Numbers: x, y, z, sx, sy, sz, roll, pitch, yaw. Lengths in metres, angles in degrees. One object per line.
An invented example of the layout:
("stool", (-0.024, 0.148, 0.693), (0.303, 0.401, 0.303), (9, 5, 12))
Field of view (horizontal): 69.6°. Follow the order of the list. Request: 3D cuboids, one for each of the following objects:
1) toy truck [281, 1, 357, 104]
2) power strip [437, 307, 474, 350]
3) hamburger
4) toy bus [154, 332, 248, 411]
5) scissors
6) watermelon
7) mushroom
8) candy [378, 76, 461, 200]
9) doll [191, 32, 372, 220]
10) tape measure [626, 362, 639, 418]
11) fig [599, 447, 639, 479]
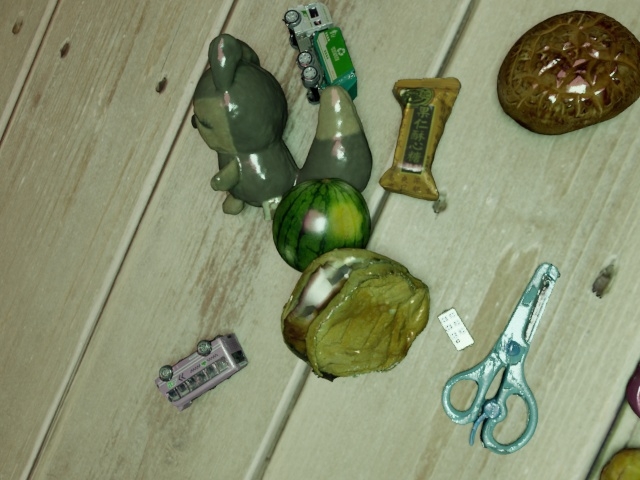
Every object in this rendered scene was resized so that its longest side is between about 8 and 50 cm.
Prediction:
("toy truck", (0.001, -0.410, 1.047), (0.124, 0.114, 0.253), (-16, 80, 2))
("power strip", (0.278, 0.182, 0.946), (0.040, 0.016, 0.090), (-32, 76, 12))
("hamburger", (0.066, 0.145, 0.904), (0.134, 0.285, 0.265), (35, 95, 52))
("toy bus", (-0.274, 0.301, 1.070), (0.199, 0.096, 0.108), (-34, 80, 9))
("scissors", (0.376, 0.226, 0.902), (0.180, 0.032, 0.393), (25, 92, 18))
("watermelon", (0.000, -0.007, 0.935), (0.204, 0.127, 0.232), (17, 114, -8))
("mushroom", (0.469, -0.316, 0.871), (0.253, 0.153, 0.253), (-6, 73, 18))
("candy", (0.203, -0.224, 0.970), (0.143, 0.101, 0.271), (11, 82, 12))
("doll", (-0.092, -0.255, 0.997), (0.378, 0.252, 0.382), (-8, 119, -3))
("tape measure", (0.607, 0.270, 0.803), (0.118, 0.074, 0.125), (9, 85, 19))
("fig", (0.557, 0.432, 0.714), (0.159, 0.257, 0.159), (0, 83, 2))
